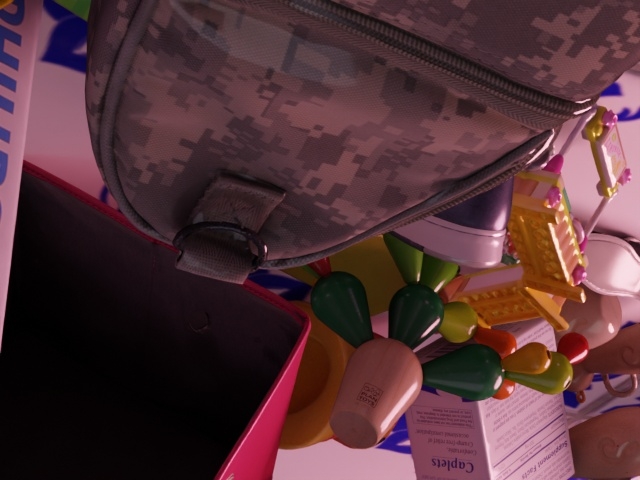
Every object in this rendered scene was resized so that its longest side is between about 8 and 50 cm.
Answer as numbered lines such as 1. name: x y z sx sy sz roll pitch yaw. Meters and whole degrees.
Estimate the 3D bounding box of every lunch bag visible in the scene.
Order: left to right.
1. lunch bag: 0.007 -0.164 0.633 0.212 0.305 0.256 19 141 -28

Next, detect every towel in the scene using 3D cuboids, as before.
1. towel: 0.000 0.000 1.202 0.102 0.021 0.237 -21 146 36

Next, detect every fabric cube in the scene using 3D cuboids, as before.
1. fabric cube: -0.185 0.150 1.119 0.259 0.254 0.258 28 147 10

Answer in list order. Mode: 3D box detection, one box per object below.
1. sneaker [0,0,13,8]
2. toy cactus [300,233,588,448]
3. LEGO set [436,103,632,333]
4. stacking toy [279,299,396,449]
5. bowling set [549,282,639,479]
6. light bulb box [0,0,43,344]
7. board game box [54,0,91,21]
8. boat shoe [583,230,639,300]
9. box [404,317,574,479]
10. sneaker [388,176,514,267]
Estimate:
1. sneaker: -0.222 -0.179 0.824 0.175 0.067 0.064 24 143 -36
2. toy cactus: 0.063 0.059 1.031 0.219 0.180 0.112 34 136 -2
3. LEGO set: 0.147 -0.015 1.121 0.132 0.107 0.287 28 153 14
4. stacking toy: -0.040 0.223 1.349 0.309 0.279 0.130 -26 157 34
5. bowling set: 0.251 0.155 1.340 0.154 0.287 0.200 -19 180 39
6. light bulb box: -0.364 -0.020 0.803 0.361 0.358 0.225 26 142 -38
7. board game box: -0.084 -0.163 0.855 0.124 0.039 0.259 -40 139 20
8. boat shoe: 0.233 0.017 1.223 0.125 0.038 0.046 16 114 -30
9. box: 0.129 0.139 1.223 0.072 0.137 0.126 -1 -165 38
10. sneaker: 0.041 -0.097 0.973 0.226 0.163 0.086 25 -161 38
